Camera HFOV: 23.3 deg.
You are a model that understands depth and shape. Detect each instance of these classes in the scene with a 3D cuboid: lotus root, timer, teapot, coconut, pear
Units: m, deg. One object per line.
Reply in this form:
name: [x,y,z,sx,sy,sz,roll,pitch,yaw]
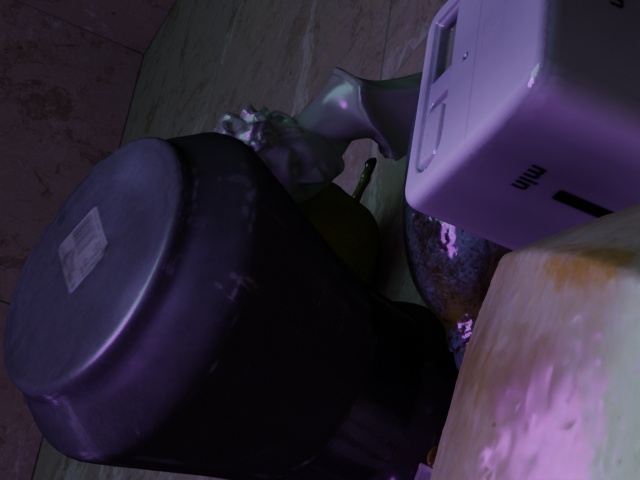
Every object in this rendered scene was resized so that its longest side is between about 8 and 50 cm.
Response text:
lotus root: [0.133,-0.038,1.335,0.158,0.140,0.322,-32,42,63]
timer: [0.195,-0.105,1.124,0.194,0.195,0.192,-47,26,52]
teapot: [-0.077,0.080,1.415,0.305,0.361,0.376,-48,33,13]
coconut: [0.197,0.112,0.684,0.323,0.323,0.323,-57,20,34]
pear: [0.000,0.000,1.700,0.216,0.166,0.180,-46,5,1]

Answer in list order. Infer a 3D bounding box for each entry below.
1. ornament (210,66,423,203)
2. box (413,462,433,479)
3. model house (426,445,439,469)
ornament: [0.005,-0.113,1.623,0.130,0.285,0.120,16,129,64]
box: [0.107,0.246,1.254,0.109,0.029,0.198,-70,16,-6]
model house: [0.098,0.260,1.002,0.229,0.220,0.199,-21,15,2]
